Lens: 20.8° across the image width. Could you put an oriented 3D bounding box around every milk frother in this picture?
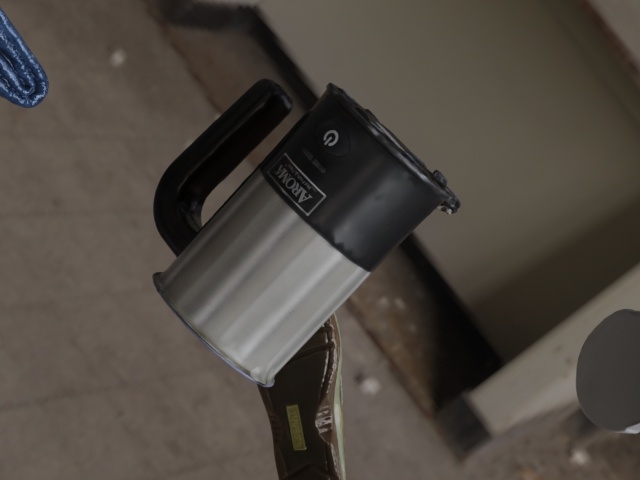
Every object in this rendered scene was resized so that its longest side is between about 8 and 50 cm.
[{"bbox_3d":[0.000,0.000,0.902,0.143,0.135,0.129,38,9,-40],"label":"milk frother"}]

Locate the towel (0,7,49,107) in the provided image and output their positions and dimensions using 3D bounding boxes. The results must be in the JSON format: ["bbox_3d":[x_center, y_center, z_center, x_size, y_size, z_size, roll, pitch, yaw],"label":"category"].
[{"bbox_3d":[-0.188,-0.108,0.933,0.119,0.029,0.067,30,-22,56],"label":"towel"}]

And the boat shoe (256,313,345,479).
[{"bbox_3d":[-0.012,0.109,1.328,0.072,0.068,0.190,-47,136,-72],"label":"boat shoe"}]

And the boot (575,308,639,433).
[{"bbox_3d":[0.294,0.090,1.234,0.123,0.258,0.095,8,77,-22],"label":"boot"}]
